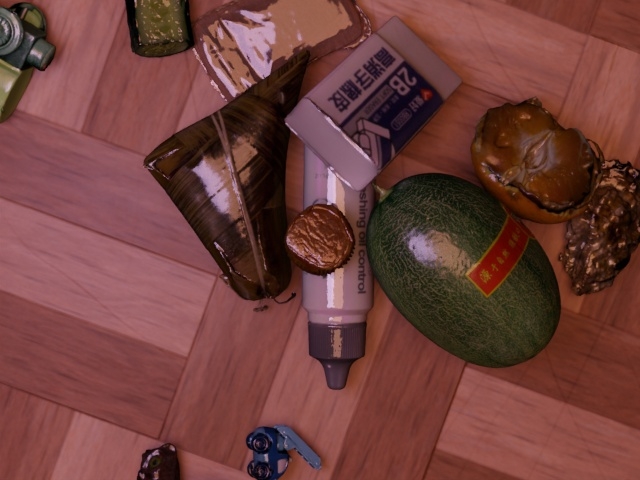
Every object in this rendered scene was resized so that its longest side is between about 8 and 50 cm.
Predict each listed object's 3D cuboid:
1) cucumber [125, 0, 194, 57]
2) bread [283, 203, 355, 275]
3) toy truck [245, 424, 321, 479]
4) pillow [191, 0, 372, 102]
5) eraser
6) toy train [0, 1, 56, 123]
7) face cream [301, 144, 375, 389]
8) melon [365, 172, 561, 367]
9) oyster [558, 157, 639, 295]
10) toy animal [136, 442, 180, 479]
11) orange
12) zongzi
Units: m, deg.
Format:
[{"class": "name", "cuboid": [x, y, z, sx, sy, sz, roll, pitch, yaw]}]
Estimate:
[{"class": "cucumber", "cuboid": [-0.209, -0.335, 1.572, 0.078, 0.062, 0.211, -7, 85, -17]}, {"class": "bread", "cuboid": [0.000, 0.000, 1.498, 0.085, 0.053, 0.085, 0, 80, -1]}, {"class": "toy truck", "cuboid": [-0.046, 0.267, 1.598, 0.090, 0.056, 0.073, -1, 87, -13]}, {"class": "pillow", "cuboid": [-0.053, -0.261, 1.583, 0.211, 0.034, 0.135, -30, 96, 3]}, {"class": "eraser", "cuboid": [0.067, -0.165, 1.515, 0.124, 0.068, 0.210, 43, 51, -1]}, {"class": "toy train", "cuboid": [-0.454, -0.249, 1.557, 0.253, 0.105, 0.157, 30, 106, -2]}, {"class": "face cream", "cuboid": [0.021, 0.027, 1.567, 0.092, 0.092, 0.311, 2, 93, 0]}, {"class": "melon", "cuboid": [0.163, 0.029, 1.516, 0.287, 0.182, 0.182, 42, 92, -15]}, {"class": "oyster", "cuboid": [0.351, -0.014, 1.587, 0.105, 0.056, 0.177, 32, 87, -9]}, {"class": "toy animal", "cuboid": [-0.187, 0.351, 1.593, 0.218, 0.116, 0.179, -15, 63, 27]}, {"class": "orange", "cuboid": [0.257, -0.089, 1.550, 0.160, 0.112, 0.170, 3, 51, -4]}, {"class": "zongzi", "cuboid": [-0.052, -0.066, 1.546, 0.241, 0.111, 0.248, -33, 92, 9]}]
